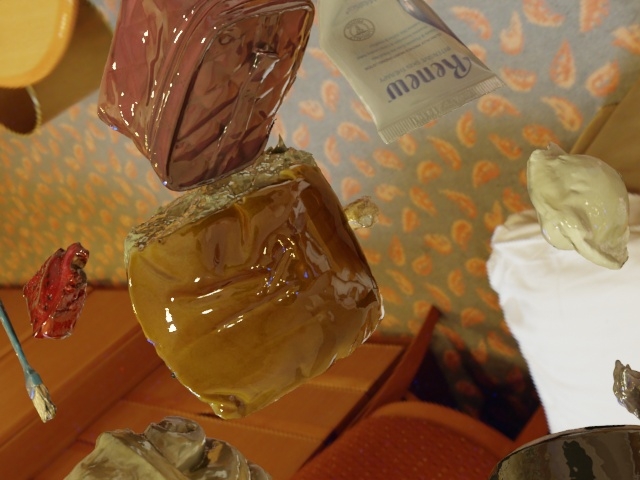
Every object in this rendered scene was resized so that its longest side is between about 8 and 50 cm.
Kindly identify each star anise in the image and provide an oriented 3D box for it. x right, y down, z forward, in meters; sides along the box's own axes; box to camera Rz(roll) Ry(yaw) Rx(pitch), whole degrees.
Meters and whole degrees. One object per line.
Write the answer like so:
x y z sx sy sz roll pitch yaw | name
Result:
0.399 0.198 0.905 0.181 0.204 0.061 25 97 4 | star anise

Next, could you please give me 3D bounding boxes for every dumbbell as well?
0.198 0.246 0.526 0.153 0.218 0.152 -2 144 -1 | dumbbell

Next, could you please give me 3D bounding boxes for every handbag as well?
-0.106 -0.160 0.752 0.135 0.146 0.225 46 131 22 | handbag

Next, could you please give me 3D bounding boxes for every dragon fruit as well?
-0.358 0.070 1.117 0.097 0.063 0.131 44 106 0 | dragon fruit

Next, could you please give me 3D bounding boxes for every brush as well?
-0.328 0.121 0.892 0.164 0.014 0.051 60 146 13 | brush

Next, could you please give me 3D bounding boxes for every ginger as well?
0.000 0.000 1.416 0.086 0.131 0.294 53 138 -3 | ginger

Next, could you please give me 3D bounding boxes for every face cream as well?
0.126 -0.360 1.506 0.420 0.235 0.137 59 171 34 | face cream

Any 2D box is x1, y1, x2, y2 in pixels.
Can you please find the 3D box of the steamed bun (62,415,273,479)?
-0.239 0.401 1.274 0.339 0.352 0.247 116 153 -70 | steamed bun

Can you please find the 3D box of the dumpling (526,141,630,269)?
0.340 -0.047 1.094 0.118 0.136 0.199 -50 60 48 | dumpling

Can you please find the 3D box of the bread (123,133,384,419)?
-0.076 0.046 0.951 0.250 0.279 0.225 64 166 -21 | bread
